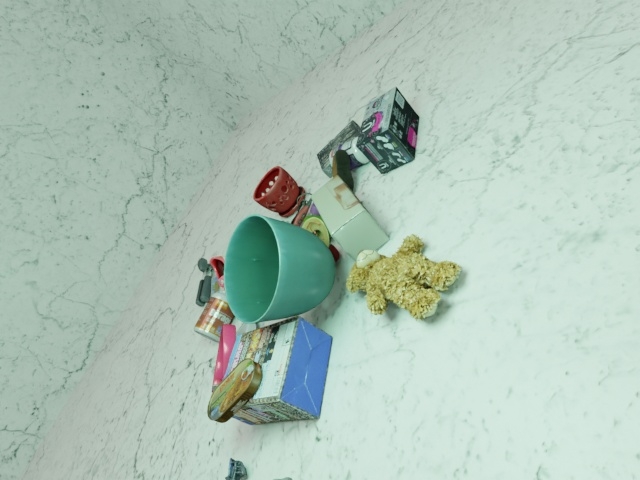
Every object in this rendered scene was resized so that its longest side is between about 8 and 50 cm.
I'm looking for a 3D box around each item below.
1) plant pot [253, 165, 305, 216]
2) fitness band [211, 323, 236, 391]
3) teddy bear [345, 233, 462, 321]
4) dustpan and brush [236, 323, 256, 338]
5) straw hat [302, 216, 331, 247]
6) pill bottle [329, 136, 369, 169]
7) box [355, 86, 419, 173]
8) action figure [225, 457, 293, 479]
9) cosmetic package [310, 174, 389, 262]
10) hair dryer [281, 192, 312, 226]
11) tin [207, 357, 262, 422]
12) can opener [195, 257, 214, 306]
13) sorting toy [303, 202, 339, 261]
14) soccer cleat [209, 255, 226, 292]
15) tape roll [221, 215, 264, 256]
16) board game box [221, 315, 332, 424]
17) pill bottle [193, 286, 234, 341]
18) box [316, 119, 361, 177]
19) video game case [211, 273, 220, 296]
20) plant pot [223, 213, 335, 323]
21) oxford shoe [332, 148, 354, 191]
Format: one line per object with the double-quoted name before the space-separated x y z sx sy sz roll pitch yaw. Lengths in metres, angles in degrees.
"plant pot" -0.180 -0.208 1.823 0.191 0.174 0.191 -34 33 27
"fitness band" -0.321 0.397 1.364 0.291 0.054 0.209 121 155 -57
"teddy bear" 0.192 0.088 1.038 0.245 0.113 0.338 -48 29 2
"dustpan and brush" -0.262 0.381 1.417 0.147 0.060 0.211 -53 20 22
"straw hat" 0.000 0.000 1.278 0.144 0.061 0.144 -3 86 46
"pill bottle" 0.136 -0.342 1.598 0.193 0.108 0.108 -16 45 46
"box" 0.241 -0.390 1.446 0.142 0.163 0.247 -22 40 39
"action figure" -0.218 0.645 0.936 0.330 0.178 0.341 -31 36 15
"cosmetic package" 0.087 -0.078 1.320 0.129 0.153 0.296 -38 32 8
"hair dryer" -0.108 -0.066 1.634 0.223 0.080 0.293 -53 29 25
"tin" -0.225 0.393 1.068 0.189 0.040 0.106 -47 34 9
"can opener" -0.592 0.199 2.030 0.076 0.095 0.283 -40 31 21
"sorting toy" -0.015 0.005 1.465 0.365 0.127 0.126 -93 19 -53
"soccer cleat" -0.330 0.185 1.559 0.108 0.116 0.318 -46 56 19
"tape roll" -0.303 0.031 1.785 0.286 0.100 0.286 -29 37 25
"board game box" -0.132 0.372 1.143 0.291 0.141 0.232 -25 39 39
"pill bottle" -0.408 0.289 1.644 0.121 0.121 0.216 -8 51 51
"box" 0.093 -0.402 1.778 0.231 0.056 0.183 -42 31 17
"video game case" -0.449 0.181 1.924 0.193 0.023 0.212 -44 30 13
"plant pot" -0.102 0.084 1.158 0.293 0.235 0.293 -9 78 49
"oxford shoe" 0.080 -0.232 1.551 0.076 0.076 0.212 151 119 -71
